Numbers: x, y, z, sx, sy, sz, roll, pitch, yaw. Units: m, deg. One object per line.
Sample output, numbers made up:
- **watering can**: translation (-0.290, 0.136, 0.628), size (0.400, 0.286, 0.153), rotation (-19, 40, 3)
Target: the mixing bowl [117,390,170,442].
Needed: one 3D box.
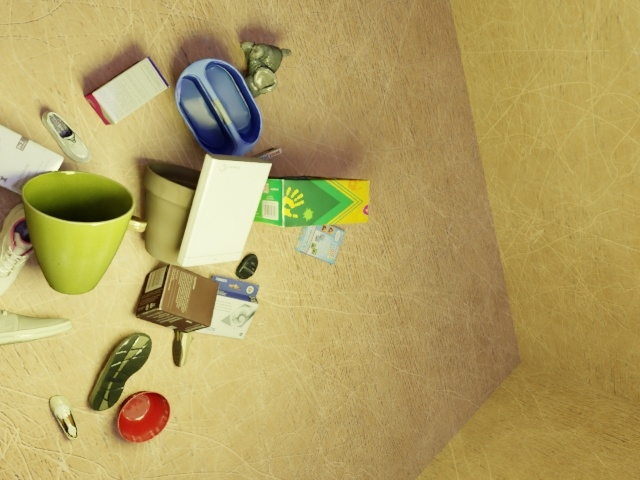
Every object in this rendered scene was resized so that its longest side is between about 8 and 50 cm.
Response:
- **mixing bowl**: translation (-0.630, 0.600, 1.783), size (0.181, 0.098, 0.181), rotation (-8, 103, -37)

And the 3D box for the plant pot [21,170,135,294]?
- **plant pot**: translation (-0.682, -0.001, 1.430), size (0.275, 0.275, 0.293), rotation (-5, 128, -38)

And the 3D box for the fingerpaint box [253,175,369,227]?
- **fingerpaint box**: translation (-0.106, -0.154, 1.849), size (0.371, 0.445, 0.163), rotation (-4, 99, -37)

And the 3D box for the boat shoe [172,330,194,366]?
- **boat shoe**: translation (-0.497, 0.369, 1.875), size (0.072, 0.068, 0.190), rotation (0, 97, -50)

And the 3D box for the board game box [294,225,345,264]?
- **board game box**: translation (0.000, 0.000, 2.219), size (0.211, 0.039, 0.160), rotation (23, 83, -38)

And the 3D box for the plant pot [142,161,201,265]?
- **plant pot**: translation (-0.457, -0.077, 1.703), size (0.323, 0.323, 0.280), rotation (11, 107, -39)

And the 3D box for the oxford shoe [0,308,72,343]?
- **oxford shoe**: translation (-0.947, 0.242, 1.446), size (0.449, 0.169, 0.130), rotation (0, 75, -38)

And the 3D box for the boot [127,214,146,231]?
- **boot**: translation (-0.687, 0.010, 1.597), size (0.262, 0.095, 0.203), rotation (6, 96, -10)

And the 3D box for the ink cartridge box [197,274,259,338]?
- **ink cartridge box**: translation (-0.351, 0.260, 1.955), size (0.223, 0.045, 0.224), rotation (18, 97, -39)

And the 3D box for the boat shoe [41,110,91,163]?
- **boat shoe**: translation (-0.764, -0.313, 1.546), size (0.066, 0.063, 0.184), rotation (-41, 120, -26)

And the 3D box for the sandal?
- **sandal**: translation (-0.691, 0.433, 1.724), size (0.120, 0.086, 0.302), rotation (35, 90, -42)

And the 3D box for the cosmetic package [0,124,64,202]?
- **cosmetic package**: translation (-0.858, -0.216, 1.431), size (0.184, 0.151, 0.151), rotation (30, 79, -37)

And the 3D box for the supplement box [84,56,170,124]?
- **supplement box**: translation (-0.611, -0.471, 1.610), size (0.220, 0.111, 0.114), rotation (-47, 122, -23)

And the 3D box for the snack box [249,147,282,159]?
- **snack box**: translation (-0.237, -0.317, 1.961), size (0.178, 0.064, 0.022), rotation (-30, 117, -31)

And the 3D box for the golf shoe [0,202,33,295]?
- **golf shoe**: translation (-0.890, 0.034, 1.458), size (0.115, 0.140, 0.306), rotation (29, 81, -39)

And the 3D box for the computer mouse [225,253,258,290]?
- **computer mouse**: translation (-0.326, 0.154, 1.995), size (0.242, 0.041, 0.071), rotation (-55, 133, -10)

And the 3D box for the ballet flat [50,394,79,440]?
- **ballet flat**: translation (-0.824, 0.576, 1.655), size (0.057, 0.052, 0.168), rotation (-29, 114, -31)

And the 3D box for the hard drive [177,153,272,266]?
- **hard drive**: translation (-0.295, -0.089, 1.574), size (0.233, 0.047, 0.353), rotation (-5, 123, -50)

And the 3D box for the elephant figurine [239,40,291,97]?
- **elephant figurine**: translation (-0.236, -0.599, 1.879), size (0.169, 0.186, 0.239), rotation (-33, 134, -67)

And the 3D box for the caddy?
- **caddy**: translation (-0.349, -0.448, 1.739), size (0.241, 0.179, 0.341), rotation (-33, 118, -8)

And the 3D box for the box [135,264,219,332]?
- **box**: translation (-0.489, 0.204, 1.753), size (0.203, 0.168, 0.167), rotation (29, 55, -37)
